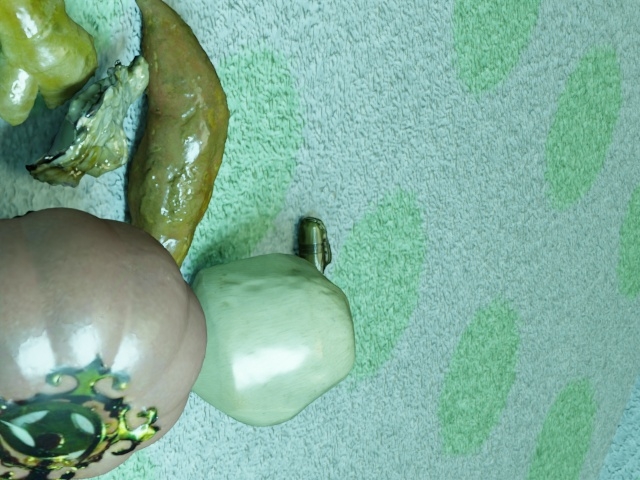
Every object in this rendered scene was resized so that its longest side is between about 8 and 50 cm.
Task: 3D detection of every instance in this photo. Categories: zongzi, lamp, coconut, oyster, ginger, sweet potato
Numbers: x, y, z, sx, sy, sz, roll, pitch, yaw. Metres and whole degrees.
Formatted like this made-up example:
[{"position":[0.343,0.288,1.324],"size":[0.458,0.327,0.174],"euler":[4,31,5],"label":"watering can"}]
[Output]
[{"position":[0.000,0.000,2.312],"size":[0.083,0.040,0.076],"euler":[-37,129,-63],"label":"zongzi"},{"position":[-0.262,0.090,1.708],"size":[0.305,0.239,0.305],"euler":[-13,139,-11],"label":"lamp"},{"position":[-0.072,0.117,2.093],"size":[0.224,0.224,0.224],"euler":[-35,133,-48],"label":"coconut"},{"position":[-0.215,-0.116,1.797],"size":[0.191,0.081,0.163],"euler":[-62,-173,-27],"label":"oyster"},{"position":[-0.281,-0.244,1.677],"size":[0.118,0.065,0.299],"euler":[-33,133,-27],"label":"ginger"},{"position":[-0.152,-0.088,1.942],"size":[0.106,0.095,0.354],"euler":[-1,106,-17],"label":"sweet potato"}]
